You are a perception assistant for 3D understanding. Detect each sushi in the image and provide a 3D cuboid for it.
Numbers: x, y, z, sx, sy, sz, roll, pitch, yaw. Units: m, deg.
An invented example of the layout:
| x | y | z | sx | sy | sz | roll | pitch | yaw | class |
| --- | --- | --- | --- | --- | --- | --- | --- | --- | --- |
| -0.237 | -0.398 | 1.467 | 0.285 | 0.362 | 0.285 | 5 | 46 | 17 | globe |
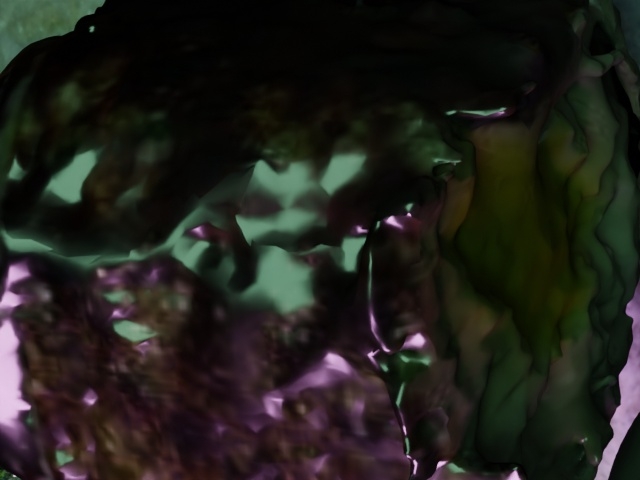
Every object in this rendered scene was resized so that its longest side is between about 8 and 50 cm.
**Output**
| x | y | z | sx | sy | sz | roll | pitch | yaw | class |
| --- | --- | --- | --- | --- | --- | --- | --- | --- | --- |
| 0.002 | 0.001 | 0.792 | 0.294 | 0.299 | 0.281 | 2 | 131 | 29 | sushi |

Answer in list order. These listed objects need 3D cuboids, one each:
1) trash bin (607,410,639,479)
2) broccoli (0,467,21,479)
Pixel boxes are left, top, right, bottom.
| x | y | z | sx | sy | sz | roll | pitch | yaw | class |
| --- | --- | --- | --- | --- | --- | --- | --- | --- | --- |
| 0.219 | 0.190 | 0.611 | 0.280 | 0.432 | 0.280 | 2 | 100 | 12 | trash bin |
| -0.223 | 0.039 | 0.939 | 0.241 | 0.269 | 0.262 | -13 | 65 | -1 | broccoli |
